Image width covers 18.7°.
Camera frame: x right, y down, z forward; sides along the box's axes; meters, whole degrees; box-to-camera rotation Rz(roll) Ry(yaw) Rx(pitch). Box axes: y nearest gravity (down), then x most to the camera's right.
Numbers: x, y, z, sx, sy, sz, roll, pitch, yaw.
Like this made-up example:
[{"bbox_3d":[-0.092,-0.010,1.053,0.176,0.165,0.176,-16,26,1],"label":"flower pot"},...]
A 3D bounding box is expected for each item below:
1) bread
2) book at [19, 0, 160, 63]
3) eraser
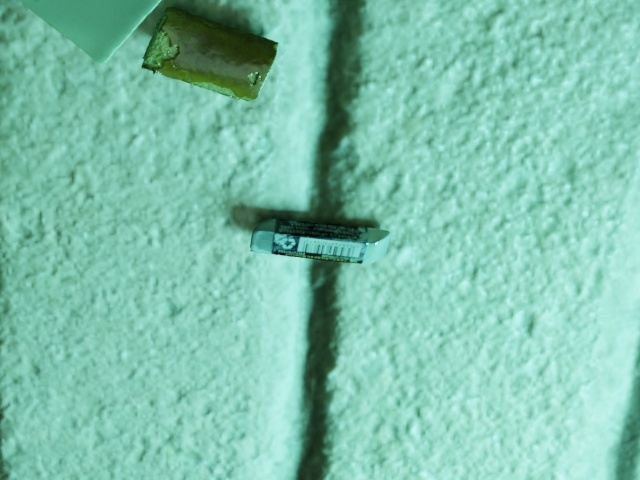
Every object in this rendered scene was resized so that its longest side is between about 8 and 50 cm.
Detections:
[{"bbox_3d":[-0.073,-0.124,1.292,0.083,0.036,0.047,17,113,-11],"label":"bread"},{"bbox_3d":[-0.120,-0.304,1.141,0.260,0.043,0.371,38,119,-15],"label":"book"},{"bbox_3d":[0.000,0.000,1.384,0.099,0.019,0.027,6,137,-5],"label":"eraser"}]
